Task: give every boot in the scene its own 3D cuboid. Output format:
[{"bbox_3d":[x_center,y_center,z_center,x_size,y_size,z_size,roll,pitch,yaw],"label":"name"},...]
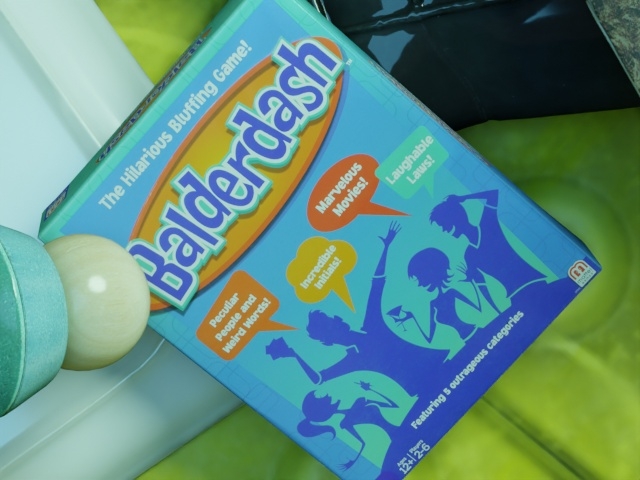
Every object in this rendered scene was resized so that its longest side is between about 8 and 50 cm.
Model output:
[{"bbox_3d":[0.072,-0.167,0.873,0.207,0.094,0.247,-14,92,5],"label":"boot"}]

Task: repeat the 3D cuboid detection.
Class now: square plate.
[{"bbox_3d":[-0.231,0.010,0.901,0.347,0.049,0.344,-36,86,-1],"label":"square plate"}]

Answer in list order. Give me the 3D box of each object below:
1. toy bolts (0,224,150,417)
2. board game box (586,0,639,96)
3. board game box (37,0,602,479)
[{"bbox_3d":[-0.174,0.074,0.802,0.218,0.158,0.228,49,132,37],"label":"toy bolts"},{"bbox_3d":[0.239,-0.202,0.788,0.291,0.141,0.232,-26,85,-28],"label":"board game box"},{"bbox_3d":[0.000,0.000,0.839,0.210,0.047,0.160,39,100,-14],"label":"board game box"}]
